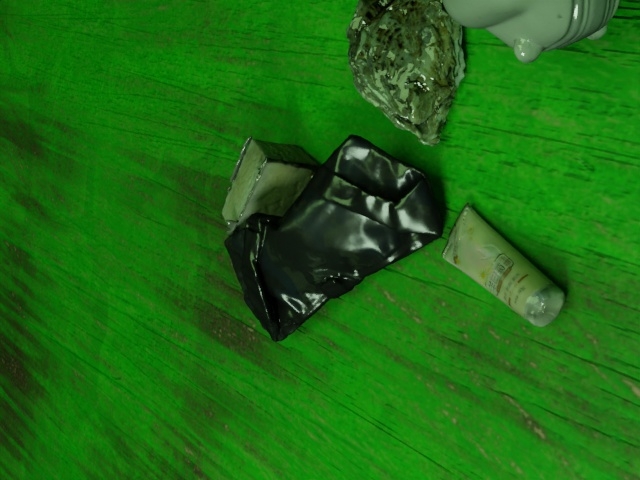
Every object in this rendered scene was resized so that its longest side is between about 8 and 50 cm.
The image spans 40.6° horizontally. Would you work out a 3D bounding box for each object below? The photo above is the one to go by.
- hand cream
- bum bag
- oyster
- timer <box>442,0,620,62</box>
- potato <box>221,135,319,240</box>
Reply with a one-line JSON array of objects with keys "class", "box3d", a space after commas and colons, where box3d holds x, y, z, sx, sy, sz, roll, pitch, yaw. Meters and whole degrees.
[{"class": "hand cream", "box3d": [0.163, 0.024, 0.786, 0.143, 0.039, 0.061, 44, 123, 45]}, {"class": "bum bag", "box3d": [0.000, 0.000, 0.927, 0.310, 0.074, 0.137, -36, 92, 37]}, {"class": "oyster", "box3d": [0.087, -0.189, 0.857, 0.125, 0.064, 0.177, 16, 91, 33]}, {"class": "timer", "box3d": [0.145, -0.299, 0.671, 0.291, 0.291, 0.315, -8, 104, 48]}, {"class": "potato", "box3d": [-0.065, -0.056, 1.012, 0.122, 0.086, 0.061, -62, 34, 30]}]
